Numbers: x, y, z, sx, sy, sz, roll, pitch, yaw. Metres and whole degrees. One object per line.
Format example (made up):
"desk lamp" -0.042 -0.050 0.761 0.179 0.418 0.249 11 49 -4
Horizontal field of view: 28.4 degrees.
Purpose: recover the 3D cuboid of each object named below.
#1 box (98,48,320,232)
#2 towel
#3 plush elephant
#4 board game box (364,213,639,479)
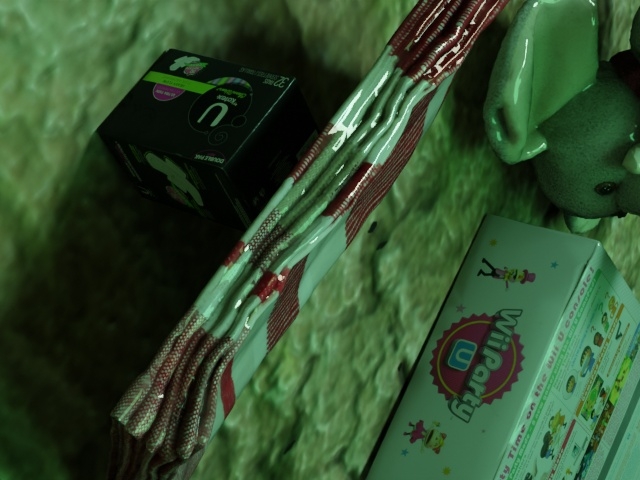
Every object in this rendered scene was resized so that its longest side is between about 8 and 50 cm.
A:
"box" -0.051 -0.048 0.609 0.062 0.083 0.052 -54 141 -24
"towel" 0.000 0.000 0.644 0.329 0.037 0.237 -55 175 -24
"plush elephant" 0.258 -0.091 0.887 0.255 0.330 0.272 -53 146 14
"board game box" 0.178 0.147 1.000 0.224 0.097 0.303 -64 146 -13
